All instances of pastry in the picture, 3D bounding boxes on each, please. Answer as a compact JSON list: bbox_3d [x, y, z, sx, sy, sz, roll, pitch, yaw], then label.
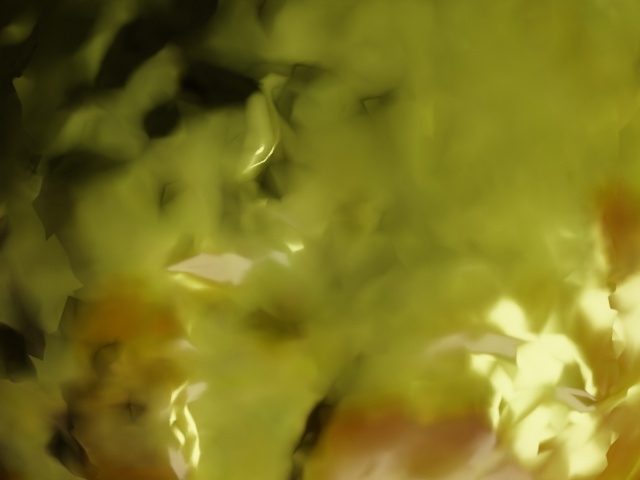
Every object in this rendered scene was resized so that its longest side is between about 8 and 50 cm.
[{"bbox_3d":[0.000,0.000,0.572,0.389,0.312,0.388,-18,-179,0],"label":"pastry"}]
